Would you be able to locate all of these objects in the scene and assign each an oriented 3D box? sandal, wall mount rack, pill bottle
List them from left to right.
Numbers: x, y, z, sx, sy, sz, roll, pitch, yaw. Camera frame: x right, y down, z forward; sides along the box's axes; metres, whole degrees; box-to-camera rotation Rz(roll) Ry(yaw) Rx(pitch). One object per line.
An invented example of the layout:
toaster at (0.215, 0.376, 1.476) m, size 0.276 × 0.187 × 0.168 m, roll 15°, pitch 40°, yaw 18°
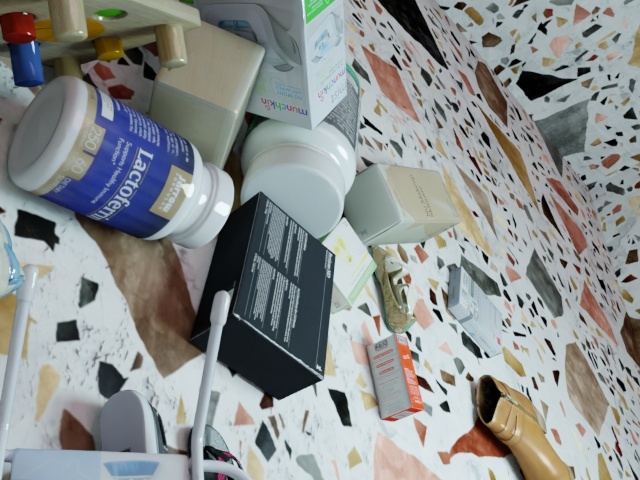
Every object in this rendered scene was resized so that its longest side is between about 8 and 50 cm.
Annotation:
wall mount rack at (-0.201, 0.191, 0.695) m, size 0.350 × 0.130 × 0.304 m, roll 11°, pitch 45°, yaw -24°
pill bottle at (-0.252, -0.090, 0.942) m, size 0.265 × 0.153 × 0.153 m, roll 27°, pitch 43°, yaw -42°
sandal at (-0.114, 0.313, 0.905) m, size 0.067 × 0.040 × 0.179 m, roll -6°, pitch 69°, yaw -57°
pill bottle at (-0.033, -0.181, 1.294) m, size 0.204 × 0.204 × 0.361 m, roll 41°, pitch 34°, yaw -28°

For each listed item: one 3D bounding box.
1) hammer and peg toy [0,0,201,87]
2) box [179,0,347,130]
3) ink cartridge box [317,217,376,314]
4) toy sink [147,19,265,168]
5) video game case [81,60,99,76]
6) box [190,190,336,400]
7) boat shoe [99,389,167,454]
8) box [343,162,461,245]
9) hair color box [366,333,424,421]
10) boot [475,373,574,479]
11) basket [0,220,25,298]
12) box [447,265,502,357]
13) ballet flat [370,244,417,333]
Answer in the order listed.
hammer and peg toy at (-0.349, -0.269, 0.842) m, size 0.361 × 0.266 × 0.127 m, roll -8°, pitch 90°, yaw -63°
box at (-0.099, -0.330, 1.139) m, size 0.127 × 0.262 × 0.231 m, roll -51°, pitch 151°, yaw -38°
ink cartridge box at (0.000, 0.000, 1.337) m, size 0.235 × 0.056 × 0.171 m, roll 56°, pitch 31°, yaw -9°
toy sink at (-0.191, -0.191, 1.100) m, size 0.131 × 0.234 × 0.152 m, roll 21°, pitch 53°, yaw -6°
video game case at (-0.385, -0.313, 1.080) m, size 0.122 × 0.011 × 0.087 m, roll 46°, pitch 33°, yaw -22°
box at (-0.078, 0.082, 1.102) m, size 0.184 × 0.103 × 0.261 m, roll 39°, pitch 36°, yaw -26°
boat shoe at (-0.198, 0.281, 0.789) m, size 0.076 × 0.080 × 0.228 m, roll 54°, pitch 16°, yaw -59°
box at (0.179, -0.077, 1.598) m, size 0.311 × 0.121 × 0.148 m, roll -5°, pitch 69°, yaw -57°
hair color box at (0.135, 0.249, 1.299) m, size 0.043 × 0.072 × 0.141 m, roll 23°, pitch 47°, yaw -45°
boot at (0.436, 0.434, 1.542) m, size 0.220 × 0.109 × 0.283 m, roll 40°, pitch 33°, yaw -32°
basket at (-0.403, -0.016, 0.584) m, size 0.254 × 0.201 × 0.289 m, roll 67°, pitch 7°, yaw 14°
box at (0.384, 0.174, 1.765) m, size 0.186 × 0.038 × 0.145 m, roll 46°, pitch 33°, yaw -20°
ballet flat at (0.158, 0.091, 1.473) m, size 0.073 × 0.067 × 0.206 m, roll 19°, pitch 48°, yaw -46°
